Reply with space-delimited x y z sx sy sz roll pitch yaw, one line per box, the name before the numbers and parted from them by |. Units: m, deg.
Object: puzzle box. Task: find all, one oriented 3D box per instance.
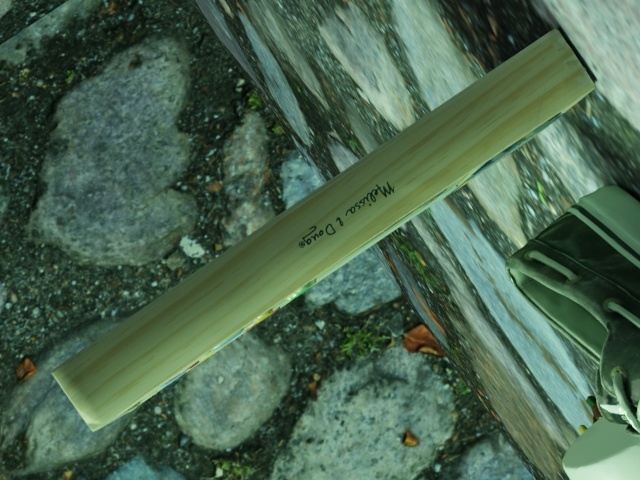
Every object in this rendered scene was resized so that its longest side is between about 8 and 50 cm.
puzzle box | 0.000 0.000 1.131 0.052 0.409 0.272 56 177 1

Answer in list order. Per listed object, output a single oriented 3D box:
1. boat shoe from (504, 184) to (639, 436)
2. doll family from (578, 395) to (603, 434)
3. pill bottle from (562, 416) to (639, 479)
boat shoe | 0.240 0.088 1.027 0.121 0.119 0.335 59 176 -36
doll family | 0.337 0.256 1.681 0.193 0.076 0.111 48 168 33
pill bottle | 0.315 0.251 1.167 0.278 0.162 0.162 56 176 -2
